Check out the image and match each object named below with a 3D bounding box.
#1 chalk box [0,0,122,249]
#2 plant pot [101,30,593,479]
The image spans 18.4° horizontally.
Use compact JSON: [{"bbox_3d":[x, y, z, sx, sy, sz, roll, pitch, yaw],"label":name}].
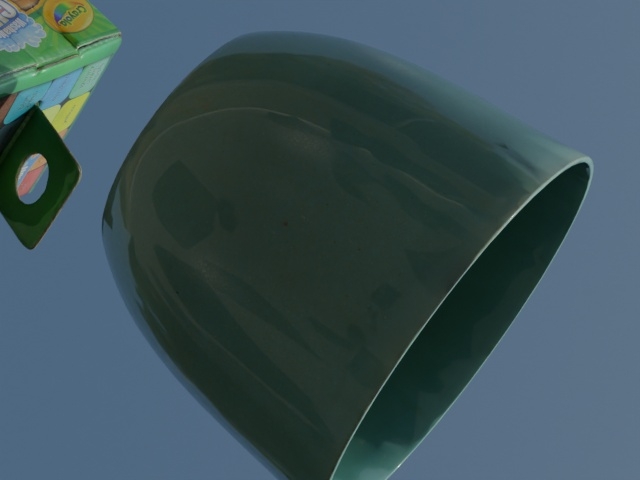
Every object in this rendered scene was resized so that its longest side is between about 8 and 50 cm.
[{"bbox_3d":[-0.284,-0.123,1.477,0.289,0.179,0.180,44,-57,9],"label":"chalk box"},{"bbox_3d":[0.000,0.000,1.308,0.235,0.293,0.293,36,-78,15],"label":"plant pot"}]
